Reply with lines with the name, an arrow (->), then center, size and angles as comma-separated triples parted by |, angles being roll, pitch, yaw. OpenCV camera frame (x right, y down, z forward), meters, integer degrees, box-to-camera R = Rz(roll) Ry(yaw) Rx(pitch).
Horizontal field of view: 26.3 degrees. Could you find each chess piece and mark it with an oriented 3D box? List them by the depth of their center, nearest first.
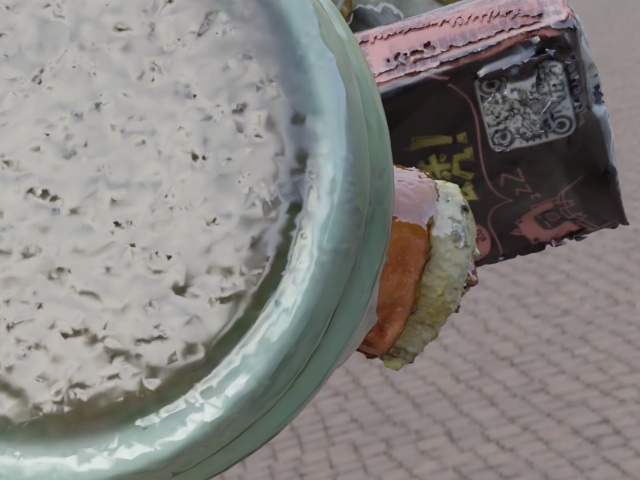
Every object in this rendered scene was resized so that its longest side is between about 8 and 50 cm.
chess piece -> -0.054, -0.002, 0.527 | 0.195, 0.194, 0.299 | -13, -9, 9

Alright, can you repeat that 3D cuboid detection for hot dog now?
hot dog -> 0.000, 0.000, 0.873 | 0.213, 0.146, 0.103 | 23, 26, -14

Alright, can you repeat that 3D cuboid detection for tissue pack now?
tissue pack -> 0.070, -0.075, 1.133 | 0.332, 0.245, 0.123 | -16, 43, 10

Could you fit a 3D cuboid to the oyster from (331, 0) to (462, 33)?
oyster -> 0.042, -0.212, 1.289 | 0.355, 0.201, 0.107 | -16, 42, -38
